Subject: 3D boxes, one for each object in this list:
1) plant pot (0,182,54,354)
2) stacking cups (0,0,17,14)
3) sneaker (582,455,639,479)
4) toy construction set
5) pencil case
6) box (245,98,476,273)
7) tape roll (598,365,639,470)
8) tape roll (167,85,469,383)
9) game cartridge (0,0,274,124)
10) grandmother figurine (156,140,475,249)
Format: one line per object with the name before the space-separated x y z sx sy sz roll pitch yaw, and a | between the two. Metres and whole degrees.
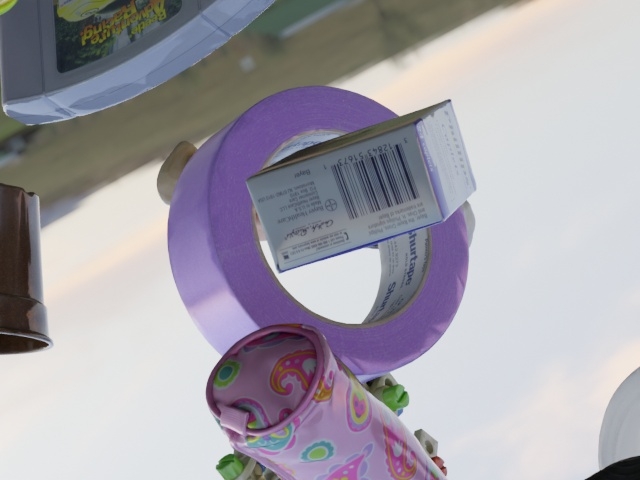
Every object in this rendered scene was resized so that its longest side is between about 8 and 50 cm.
plant pot | -0.364 0.030 2.009 0.167 0.165 0.167 1 168 0
stacking cups | -0.336 -0.202 1.537 0.316 0.096 0.096 -15 -165 43
sneaker | 0.182 0.375 1.347 0.169 0.257 0.447 26 -97 33
toy construction set | 0.000 0.253 2.253 0.328 0.151 0.215 -9 -149 26
pencil case | 0.018 0.187 1.622 0.124 0.284 0.124 -18 -133 21
box | 0.032 -0.039 1.311 0.126 0.072 0.137 -17 -174 18
tape roll | 0.405 0.212 1.774 0.169 0.246 0.246 -14 178 -37
tape roll | 0.000 0.000 1.741 0.275 0.275 0.090 -34 -178 -35
game cartridge | -0.168 -0.223 1.671 0.294 0.196 0.060 -25 150 25
grandmother figurine | 0.008 -0.031 1.980 0.342 0.104 0.208 9 172 31
